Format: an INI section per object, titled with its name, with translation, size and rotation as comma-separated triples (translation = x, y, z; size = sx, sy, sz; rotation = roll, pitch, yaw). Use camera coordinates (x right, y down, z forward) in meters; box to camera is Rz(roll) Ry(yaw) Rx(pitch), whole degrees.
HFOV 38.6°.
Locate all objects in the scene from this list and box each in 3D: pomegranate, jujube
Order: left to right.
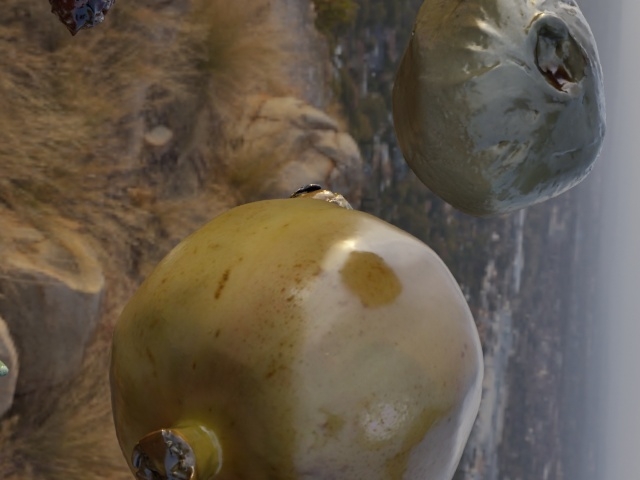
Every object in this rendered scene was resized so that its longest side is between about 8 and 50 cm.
[jujube]
translation = -0.292, -0.321, 1.138
size = 0.166, 0.104, 0.104
rotation = -118, -164, -57
[pomegranate]
translation = -0.023, 0.121, 0.731
size = 0.319, 0.319, 0.319
rotation = 3, 90, -70

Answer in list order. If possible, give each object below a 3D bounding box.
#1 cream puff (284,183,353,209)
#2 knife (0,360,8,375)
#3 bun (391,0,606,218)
[cream puff]
translation = 0.000, 0.000, 1.082
size = 0.119, 0.133, 0.104
rotation = -67, -155, 6
[knife]
translation = -0.461, 0.100, 1.041
size = 0.043, 0.293, 0.020
rotation = -12, 116, -57
[bun]
translation = 0.133, -0.106, 0.626
size = 0.167, 0.113, 0.173
rotation = -28, 99, -26
